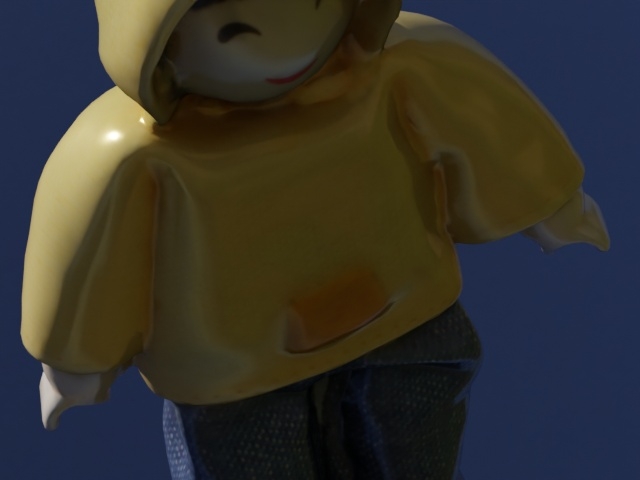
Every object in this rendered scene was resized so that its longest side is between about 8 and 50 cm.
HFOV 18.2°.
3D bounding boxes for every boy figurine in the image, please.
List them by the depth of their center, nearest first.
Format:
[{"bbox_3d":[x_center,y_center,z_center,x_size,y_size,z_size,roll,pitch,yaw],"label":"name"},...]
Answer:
[{"bbox_3d":[0.000,0.000,0.572,0.177,0.092,0.285,-13,-48,-9],"label":"boy figurine"}]
